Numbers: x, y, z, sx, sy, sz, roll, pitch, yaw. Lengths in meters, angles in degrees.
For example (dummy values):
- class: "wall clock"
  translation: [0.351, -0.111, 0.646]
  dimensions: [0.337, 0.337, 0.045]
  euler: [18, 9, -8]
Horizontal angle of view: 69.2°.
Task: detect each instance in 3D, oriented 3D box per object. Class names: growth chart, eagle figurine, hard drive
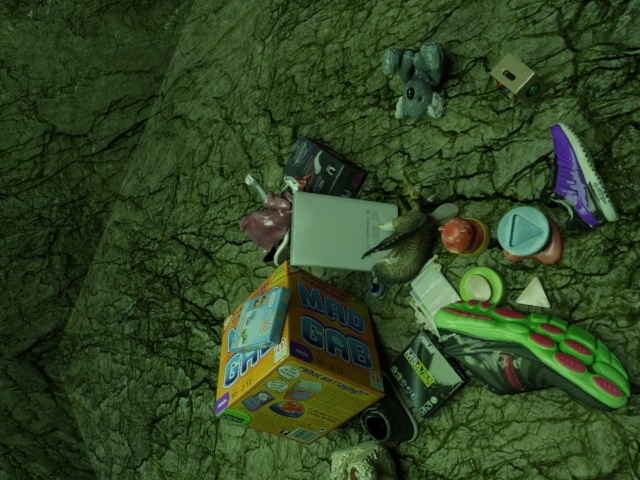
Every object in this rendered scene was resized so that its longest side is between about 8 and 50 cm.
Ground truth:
- class: "growth chart"
  translation: [0.347, 0.183, 1.413]
  dimensions: [0.172, 0.021, 0.237]
  euler: [-43, 56, 28]
- class: "eagle figurine"
  translation: [0.256, -0.019, 1.402]
  dimensions: [0.225, 0.226, 0.298]
  euler: [-34, 32, 63]
- class: "hard drive"
  translation: [0.081, -0.022, 1.482]
  dimensions: [0.047, 0.352, 0.233]
  euler: [141, 133, -67]

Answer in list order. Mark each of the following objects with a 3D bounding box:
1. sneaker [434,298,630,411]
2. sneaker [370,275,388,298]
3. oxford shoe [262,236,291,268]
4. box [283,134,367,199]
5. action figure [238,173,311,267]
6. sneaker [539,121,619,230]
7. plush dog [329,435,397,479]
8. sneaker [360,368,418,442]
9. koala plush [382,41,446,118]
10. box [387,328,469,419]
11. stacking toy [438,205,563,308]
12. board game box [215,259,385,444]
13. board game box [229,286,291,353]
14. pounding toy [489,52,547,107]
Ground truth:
- class: "sneaker"
  translation: [0.505, 0.295, 1.157]
  dimensions: [0.482, 0.185, 0.202]
  euler: [18, 121, 52]
- class: "sneaker"
  translation: [0.200, 0.121, 1.534]
  dimensions: [0.053, 0.059, 0.144]
  euler: [8, 85, 44]
- class: "oxford shoe"
  translation: [-0.120, 0.020, 1.818]
  dimensions: [0.271, 0.098, 0.097]
  euler: [-46, 54, 26]
- class: "box"
  translation: [0.014, -0.252, 1.721]
  dimensions: [0.270, 0.143, 0.165]
  euler: [42, 112, 38]
- class: "action figure"
  translation: [-0.133, -0.088, 1.599]
  dimensions: [0.370, 0.248, 0.276]
  euler: [-43, 69, 47]
- class: "sneaker"
  translation: [0.620, -0.157, 1.179]
  dimensions: [0.146, 0.102, 0.294]
  euler: [-29, 63, 36]
- class: "plush dog"
  translation: [0.171, 0.730, 1.387]
  dimensions: [0.262, 0.210, 0.226]
  euler: [-37, 70, 64]
- class: "sneaker"
  translation: [0.165, 0.492, 1.431]
  dimensions: [0.105, 0.146, 0.296]
  euler: [-56, 49, 21]
- class: "koala plush"
  translation: [0.321, -0.503, 1.499]
  dimensions: [0.196, 0.203, 0.221]
  euler: [5, 106, 31]
- class: "box"
  translation: [0.313, 0.395, 1.375]
  dimensions: [0.191, 0.045, 0.184]
  euler: [54, 124, 33]
- class: "stacking toy"
  translation: [0.473, 0.050, 1.253]
  dimensions: [0.308, 0.130, 0.280]
  euler: [-8, 76, 41]
- class: "board game box"
  translation: [-0.071, 0.359, 1.457]
  dimensions: [0.356, 0.356, 0.356]
  euler: [-43, 32, 27]
- class: "board game box"
  translation: [-0.173, 0.231, 1.322]
  dimensions: [0.211, 0.039, 0.160]
  euler: [-26, 43, 47]
- class: "pounding toy"
  translation: [0.544, -0.426, 1.283]
  dimensions: [0.100, 0.130, 0.141]
  euler: [-48, 54, 24]
